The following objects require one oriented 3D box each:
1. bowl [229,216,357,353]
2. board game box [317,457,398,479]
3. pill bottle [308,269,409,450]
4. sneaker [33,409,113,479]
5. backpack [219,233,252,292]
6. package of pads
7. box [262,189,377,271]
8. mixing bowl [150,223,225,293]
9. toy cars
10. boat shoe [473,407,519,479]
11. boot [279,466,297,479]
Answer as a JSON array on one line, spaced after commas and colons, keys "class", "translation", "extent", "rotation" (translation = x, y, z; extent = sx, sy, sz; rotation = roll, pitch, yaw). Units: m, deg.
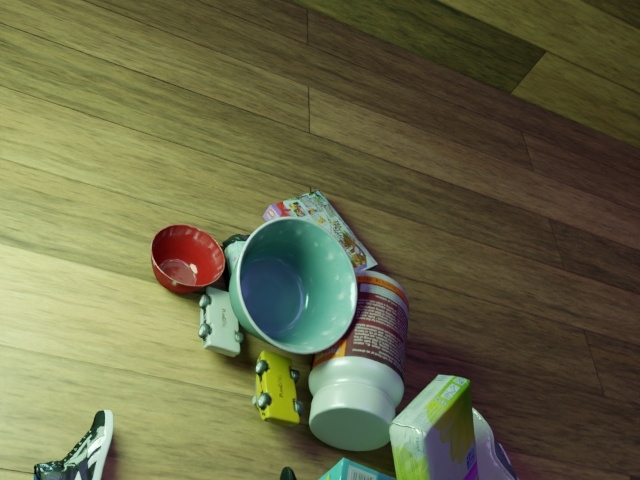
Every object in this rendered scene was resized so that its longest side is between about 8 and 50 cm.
[{"class": "bowl", "translation": [-0.086, 0.116, 1.641], "extent": [0.312, 0.163, 0.311], "rotation": [11, 69, -31]}, {"class": "board game box", "translation": [0.072, 0.559, 1.363], "extent": [0.254, 0.336, 0.079], "rotation": [25, 43, -12]}, {"class": "pill bottle", "translation": [0.092, 0.282, 1.703], "extent": [0.224, 0.224, 0.392], "rotation": [24, 43, -13]}, {"class": "sneaker", "translation": [-0.467, 0.407, 1.333], "extent": [0.121, 0.079, 0.216], "rotation": [19, 47, -20]}, {"class": "backpack", "translation": [-0.172, 0.077, 1.791], "extent": [0.152, 0.115, 0.181], "rotation": [9, 52, -30]}, {"class": "package of pads", "translation": [0.261, 0.484, 1.611], "extent": [0.229, 0.101, 0.296], "rotation": [-31, 119, -45]}, {"class": "box", "translation": [0.000, 0.000, 2.010], "extent": [0.201, 0.057, 0.293], "rotation": [-21, 67, -43]}, {"class": "mixing bowl", "translation": [-0.332, 0.060, 1.712], "extent": [0.182, 0.098, 0.181], "rotation": [18, 47, -20]}, {"class": "toy cars", "translation": [-0.176, 0.277, 1.639], "extent": [0.393, 0.087, 0.176], "rotation": [47, 31, 17]}, {"class": "boat shoe", "translation": [0.414, 0.557, 1.790], "extent": [0.319, 0.116, 0.099], "rotation": [59, 3, 31]}, {"class": "boot", "translation": [-0.032, 0.547, 1.522], "extent": [0.099, 0.045, 0.121], "rotation": [16, 39, -29]}]
